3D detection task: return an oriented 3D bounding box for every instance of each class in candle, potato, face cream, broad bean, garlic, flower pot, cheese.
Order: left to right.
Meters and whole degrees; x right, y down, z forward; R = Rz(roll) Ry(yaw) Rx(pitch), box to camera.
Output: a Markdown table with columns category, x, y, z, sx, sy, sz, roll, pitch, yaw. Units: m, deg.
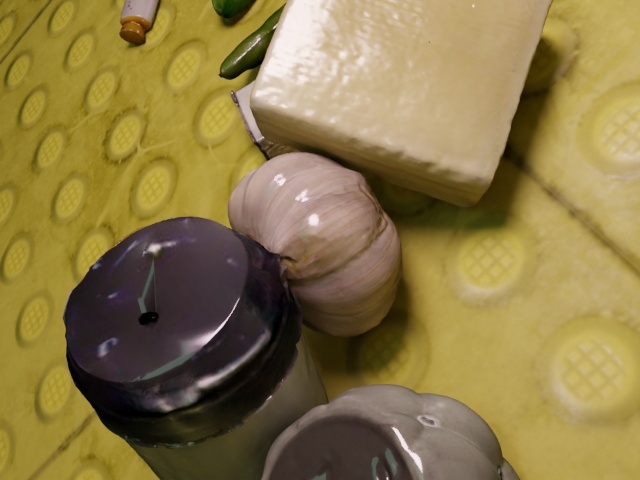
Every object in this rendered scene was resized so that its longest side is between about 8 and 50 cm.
| category | x | y | z | sx | sy | sz | roll | pitch | yaw |
| --- | --- | --- | --- | --- | --- | --- | --- | --- | --- |
| face cream | -0.336 | -0.461 | 1.327 | 0.072 | 0.051 | 0.182 | 0 | 71 | 32 |
| candle | -0.105 | 0.151 | 0.737 | 0.221 | 0.342 | 0.221 | -9 | 47 | 10 |
| potato | -0.076 | -0.170 | 0.992 | 0.061 | 0.086 | 0.122 | -31 | 52 | 5 |
| broad bean | -0.039 | -0.347 | 1.015 | 0.049 | 0.144 | 0.292 | 50 | 125 | 5 |
| garlic | 0.003 | 0.003 | 0.784 | 0.152 | 0.228 | 0.228 | -40 | 48 | -15 |
| flower pot | 0.064 | 0.251 | 0.627 | 0.246 | 0.195 | 0.246 | -16 | 61 | 31 |
| cheese | 0.087 | -0.194 | 0.773 | 0.266 | 0.124 | 0.242 | 20 | 79 | 5 |

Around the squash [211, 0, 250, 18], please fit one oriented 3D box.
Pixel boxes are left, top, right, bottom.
| category | x | y | z | sx | sy | sz | roll | pitch | yaw |
| --- | --- | --- | --- | --- | --- | --- | --- | --- | --- |
| squash | -0.095 | -0.499 | 1.148 | 0.082 | 0.082 | 0.292 | 34 | 92 | 41 |

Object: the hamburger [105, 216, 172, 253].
| category | x | y | z | sx | sy | sz | roll | pitch | yaw |
| --- | --- | --- | --- | --- | --- | --- | --- | --- | --- |
| hamburger | -0.217 | 0.051 | 0.944 | 0.113 | 0.177 | 0.185 | 30 | 116 | 47 |
